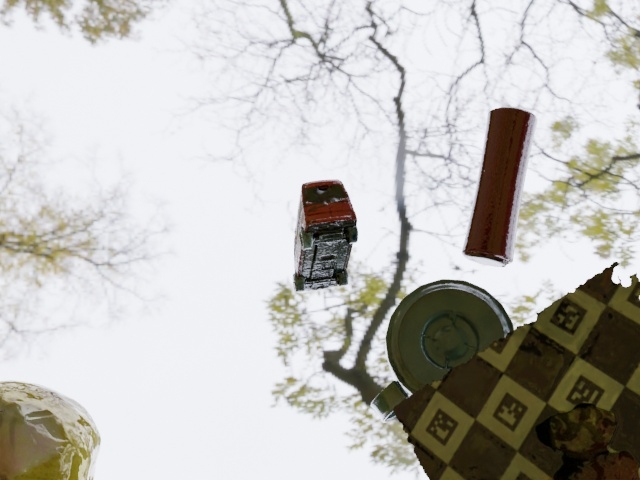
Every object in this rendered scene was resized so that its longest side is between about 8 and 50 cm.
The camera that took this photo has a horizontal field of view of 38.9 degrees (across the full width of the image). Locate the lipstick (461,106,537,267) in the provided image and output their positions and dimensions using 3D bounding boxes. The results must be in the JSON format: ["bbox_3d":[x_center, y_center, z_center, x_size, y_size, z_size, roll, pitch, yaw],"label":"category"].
[{"bbox_3d":[0.272,-0.082,1.374,0.080,0.080,0.241,5,-103,36],"label":"lipstick"}]

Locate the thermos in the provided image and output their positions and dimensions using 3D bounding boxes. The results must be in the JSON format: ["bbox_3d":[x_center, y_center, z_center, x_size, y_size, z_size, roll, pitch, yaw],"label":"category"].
[{"bbox_3d":[0.143,0.157,1.116,0.182,0.286,0.145,-36,-106,-6],"label":"thermos"}]

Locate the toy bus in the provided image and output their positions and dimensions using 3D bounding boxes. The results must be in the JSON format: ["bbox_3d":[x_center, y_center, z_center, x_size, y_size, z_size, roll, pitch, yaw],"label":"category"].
[{"bbox_3d":[0.000,0.000,1.324,0.195,0.081,0.089,99,-20,-57],"label":"toy bus"}]

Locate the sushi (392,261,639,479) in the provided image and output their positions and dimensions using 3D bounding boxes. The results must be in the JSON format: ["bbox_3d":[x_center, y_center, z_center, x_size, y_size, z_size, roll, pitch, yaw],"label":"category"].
[{"bbox_3d":[0.230,0.202,0.773,0.264,0.050,0.290,-39,-123,22],"label":"sushi"}]

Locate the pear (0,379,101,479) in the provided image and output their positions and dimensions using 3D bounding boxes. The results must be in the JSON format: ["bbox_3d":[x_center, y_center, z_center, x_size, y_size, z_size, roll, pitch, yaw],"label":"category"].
[{"bbox_3d":[-0.276,0.205,0.777,0.178,0.178,0.178,-1,-92,36],"label":"pear"}]
